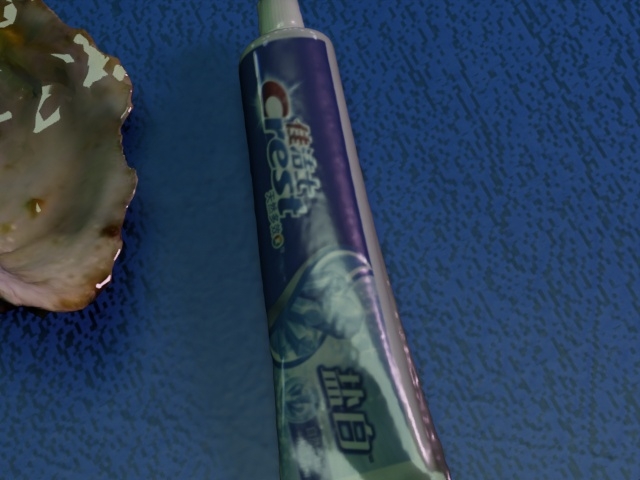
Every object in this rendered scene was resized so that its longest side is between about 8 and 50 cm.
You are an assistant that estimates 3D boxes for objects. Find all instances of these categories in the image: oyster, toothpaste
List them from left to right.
[{"bbox_3d":[-0.250,-0.083,0.721,0.396,0.111,0.204,23,52,16],"label":"oyster"},{"bbox_3d":[-0.001,0.000,0.676,0.069,0.047,0.268,-6,67,-11],"label":"toothpaste"}]

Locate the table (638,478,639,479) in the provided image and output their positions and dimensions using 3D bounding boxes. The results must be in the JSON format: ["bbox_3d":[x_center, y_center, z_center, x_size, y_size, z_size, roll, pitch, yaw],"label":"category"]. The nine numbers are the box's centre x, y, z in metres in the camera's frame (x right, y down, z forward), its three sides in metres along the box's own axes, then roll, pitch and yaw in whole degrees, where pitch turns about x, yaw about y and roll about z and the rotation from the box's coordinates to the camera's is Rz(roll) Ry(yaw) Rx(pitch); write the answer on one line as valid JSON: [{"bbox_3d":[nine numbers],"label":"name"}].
[{"bbox_3d":[0.172,0.149,0.587,0.133,0.043,0.134,-2,65,5],"label":"table"}]
